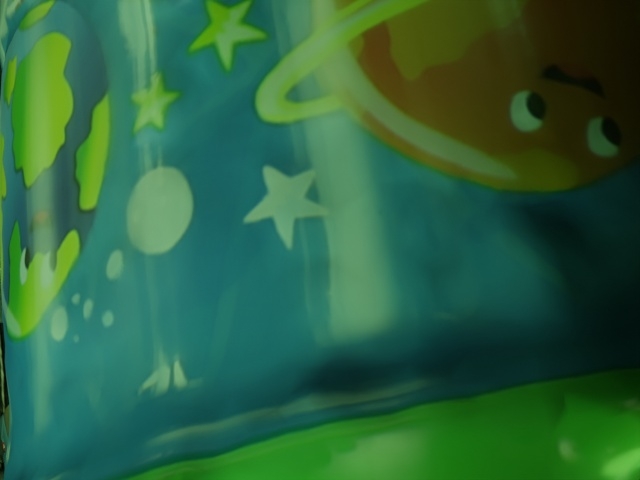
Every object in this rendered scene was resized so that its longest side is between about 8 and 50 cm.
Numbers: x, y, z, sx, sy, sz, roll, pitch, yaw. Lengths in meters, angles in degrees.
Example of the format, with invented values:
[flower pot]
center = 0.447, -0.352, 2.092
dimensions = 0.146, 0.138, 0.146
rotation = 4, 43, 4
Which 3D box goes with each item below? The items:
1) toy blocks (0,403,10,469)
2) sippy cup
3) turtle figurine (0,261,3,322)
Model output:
[toy blocks]
center = -0.080, 0.211, 0.808
dimensions = 0.261, 0.191, 0.381
rotation = 144, 117, -71
[sippy cup]
center = 0.017, -0.021, 0.440
dimensions = 0.305, 0.240, 0.224
rotation = -19, 75, 27
[turtle figurine]
center = -0.137, 0.006, 0.470
dimensions = 0.175, 0.118, 0.234
rotation = 44, -145, -72
